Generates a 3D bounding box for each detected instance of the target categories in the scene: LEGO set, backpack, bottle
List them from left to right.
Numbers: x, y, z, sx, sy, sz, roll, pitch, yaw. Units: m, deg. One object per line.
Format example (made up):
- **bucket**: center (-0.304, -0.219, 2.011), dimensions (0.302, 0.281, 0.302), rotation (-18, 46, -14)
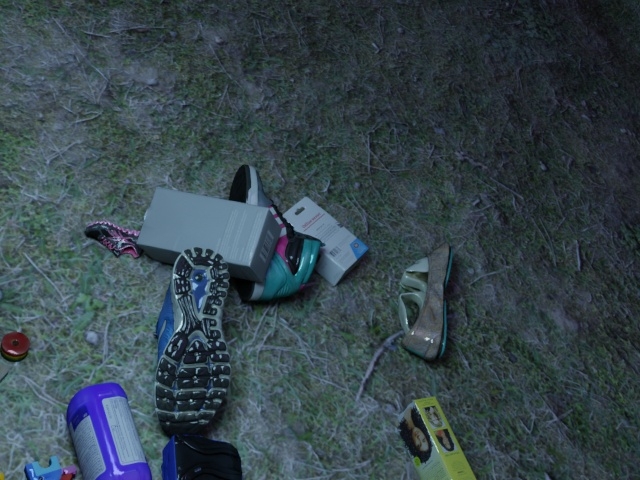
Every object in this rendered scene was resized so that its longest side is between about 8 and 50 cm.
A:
- **LEGO set**: center (-0.447, 0.390, 1.307), dimensions (0.227, 0.087, 0.093), rotation (-11, 58, -34)
- **bottle**: center (-0.313, 0.363, 1.382), dimensions (0.092, 0.118, 0.282), rotation (-5, 54, -33)
- **backpack**: center (-0.193, 0.372, 1.454), dimensions (0.120, 0.101, 0.098), rotation (11, 49, -26)

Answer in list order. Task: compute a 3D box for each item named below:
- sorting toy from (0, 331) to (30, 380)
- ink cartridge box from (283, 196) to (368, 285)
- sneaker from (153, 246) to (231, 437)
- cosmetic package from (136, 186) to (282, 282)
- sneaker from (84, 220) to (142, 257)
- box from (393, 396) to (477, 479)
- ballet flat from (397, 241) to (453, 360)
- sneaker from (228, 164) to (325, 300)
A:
- **sorting toy**: center (-0.591, 0.211, 1.416), dimensions (0.132, 0.046, 0.274), rotation (34, 44, 2)
- **ink cartridge box**: center (0.000, 0.000, 1.922), dimensions (0.180, 0.060, 0.104), rotation (41, 45, 9)
- **sneaker**: center (-0.227, 0.185, 1.585), dimensions (0.130, 0.147, 0.329), rotation (11, 67, -14)
- **cosmetic package**: center (-0.211, -0.011, 1.697), dimensions (0.238, 0.107, 0.127), rotation (12, 71, 18)
- **sneaker**: center (-0.394, 0.001, 1.719), dimensions (0.119, 0.047, 0.057), rotation (14, 58, -16)
- **box**: center (0.221, 0.411, 1.662), dimensions (0.058, 0.087, 0.232), rotation (-3, 52, -34)
- **ballet flat**: center (0.222, 0.112, 1.921), dimensions (0.106, 0.107, 0.316), rotation (13, 45, 0)
- **sneaker**: center (-0.082, -0.013, 1.822), dimensions (0.178, 0.124, 0.295), rotation (7, 62, -29)
